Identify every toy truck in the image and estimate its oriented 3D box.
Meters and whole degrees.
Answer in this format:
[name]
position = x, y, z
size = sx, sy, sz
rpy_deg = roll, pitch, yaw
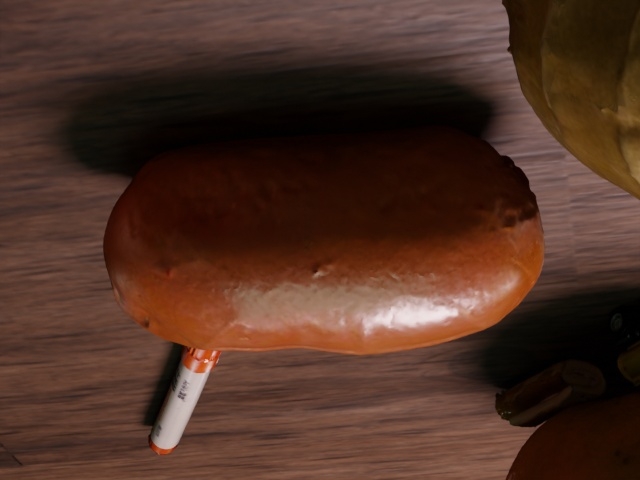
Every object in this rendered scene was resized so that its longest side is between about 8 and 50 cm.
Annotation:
[toy truck]
position = 0.247, 0.064, 1.079
size = 0.049, 0.054, 0.083
rpy_deg = 15, 147, -26

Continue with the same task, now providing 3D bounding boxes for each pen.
[pen]
position = -0.103, 0.112, 1.186
size = 0.028, 0.028, 0.239
rpy_deg = 7, 150, -12

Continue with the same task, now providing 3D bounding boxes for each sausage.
[sausage]
position = 0.000, 0.002, 0.897
size = 0.258, 0.133, 0.133
rpy_deg = -2, 150, 3

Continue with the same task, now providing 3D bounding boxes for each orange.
[orange]
position = 0.247, 0.193, 1.125
size = 0.240, 0.171, 0.240
rpy_deg = -1, 171, 0

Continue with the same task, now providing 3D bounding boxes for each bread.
[bread]
position = 0.179, 0.121, 1.198
size = 0.047, 0.036, 0.083
rpy_deg = 14, 150, -30

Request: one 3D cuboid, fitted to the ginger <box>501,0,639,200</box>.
[ginger]
position = 0.234, -0.090, 0.599
size = 0.375, 0.236, 0.166
rpy_deg = 7, -163, 30
